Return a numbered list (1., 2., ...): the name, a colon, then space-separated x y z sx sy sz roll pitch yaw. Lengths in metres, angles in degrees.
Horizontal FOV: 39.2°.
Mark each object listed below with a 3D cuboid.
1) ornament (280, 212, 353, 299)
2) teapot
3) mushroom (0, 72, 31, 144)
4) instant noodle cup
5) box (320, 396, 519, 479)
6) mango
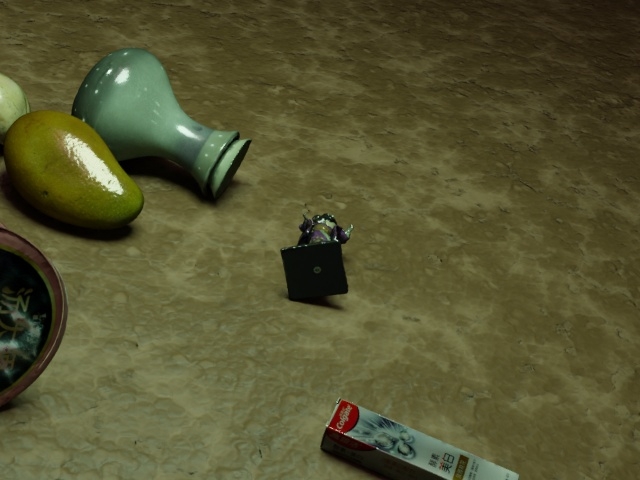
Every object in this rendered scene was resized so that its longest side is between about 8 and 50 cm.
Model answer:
1. ornament: 0.008 0.000 1.274 0.081 0.088 0.203 -3 22 12
2. teapot: -0.238 -0.167 1.356 0.251 0.183 0.183 30 35 -1
3. mushroom: -0.496 -0.197 1.331 0.148 0.112 0.148 21 -10 4
4. instant noodle cup: -0.425 0.032 0.957 0.244 0.244 0.255 -11 33 -33
5. box: 0.109 0.245 0.999 0.218 0.039 0.055 21 36 9
6. mango: -0.345 -0.093 1.241 0.227 0.099 0.136 37 74 13
